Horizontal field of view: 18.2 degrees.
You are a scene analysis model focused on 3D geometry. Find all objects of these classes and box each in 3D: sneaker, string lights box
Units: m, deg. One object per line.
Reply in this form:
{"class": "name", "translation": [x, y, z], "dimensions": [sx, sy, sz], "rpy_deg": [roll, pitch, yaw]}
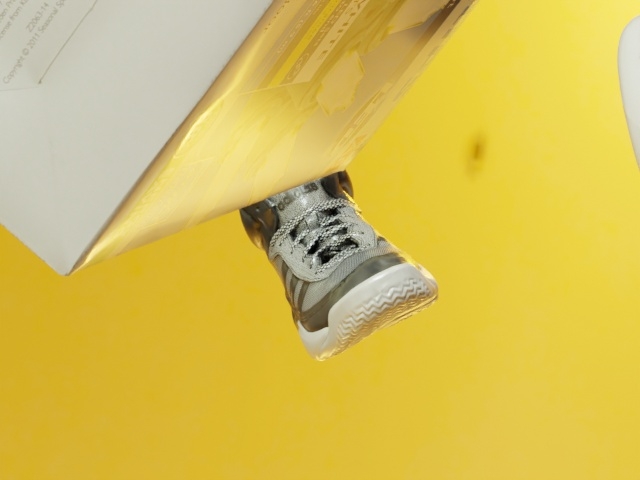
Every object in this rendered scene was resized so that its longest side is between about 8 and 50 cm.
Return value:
{"class": "sneaker", "translation": [0.000, 0.000, 1.453], "dimensions": [0.153, 0.101, 0.268], "rpy_deg": [62, 173, -1]}
{"class": "string lights box", "translation": [-0.018, -0.080, 0.620], "dimensions": [0.133, 0.077, 0.260], "rpy_deg": [-52, -8, 17]}

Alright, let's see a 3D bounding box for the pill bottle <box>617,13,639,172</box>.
{"class": "pill bottle", "translation": [0.404, -0.106, 1.358], "dimensions": [0.210, 0.363, 0.210], "rpy_deg": [51, -150, -45]}
